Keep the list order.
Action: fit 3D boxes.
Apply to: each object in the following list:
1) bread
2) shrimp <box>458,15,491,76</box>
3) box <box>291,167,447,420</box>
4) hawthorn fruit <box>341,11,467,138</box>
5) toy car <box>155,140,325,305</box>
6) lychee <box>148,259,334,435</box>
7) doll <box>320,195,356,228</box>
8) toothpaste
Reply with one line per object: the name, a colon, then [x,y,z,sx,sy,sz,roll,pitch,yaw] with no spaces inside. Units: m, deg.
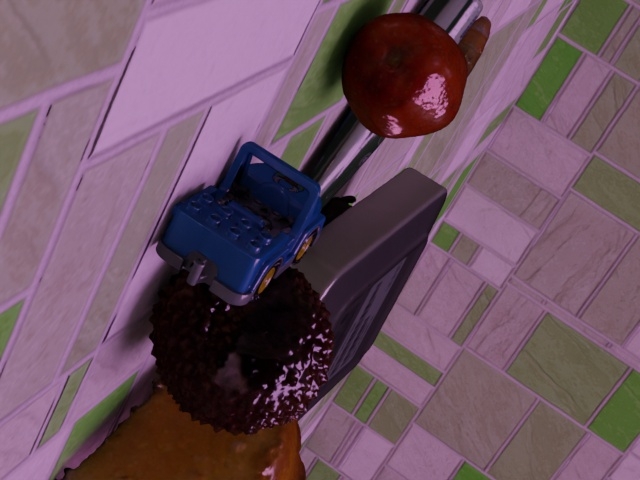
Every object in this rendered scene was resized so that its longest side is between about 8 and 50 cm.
bread: [-0.124,0.259,1.302,0.340,0.179,0.194,-43,153,-31]
shrimp: [0.185,-0.246,1.765,0.236,0.053,0.133,-56,-168,-26]
box: [0.014,0.106,1.599,0.373,0.090,0.367,-38,157,-51]
hawthorn fruit: [0.083,-0.168,1.202,0.133,0.133,0.138,-56,157,2]
toy car: [-0.060,-0.024,1.057,0.100,0.097,0.191,-62,169,29]
lychee: [-0.077,0.102,1.138,0.188,0.188,0.188,-54,171,-13]
doll: [0.000,0.000,1.609,0.139,0.057,0.165,-55,167,11]
toothpaste: [0.083,-0.177,1.398,0.392,0.061,0.099,-53,171,1]
